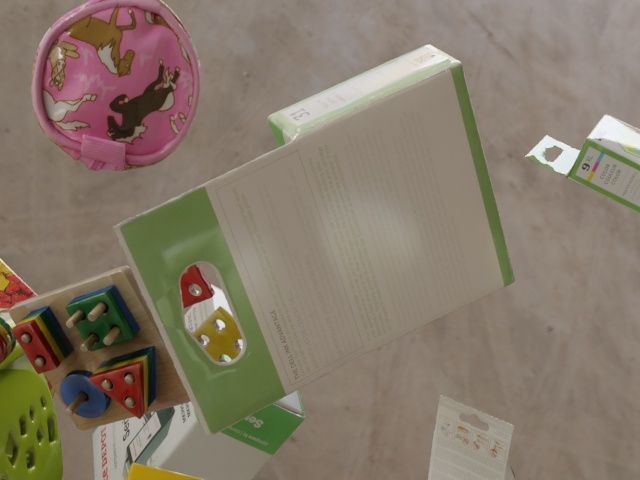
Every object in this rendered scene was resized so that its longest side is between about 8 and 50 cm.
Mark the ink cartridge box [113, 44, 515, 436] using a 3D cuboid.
[{"bbox_3d":[0.000,0.000,0.708,0.056,0.235,0.171,48,-20,58],"label":"ink cartridge box"}]

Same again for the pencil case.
[{"bbox_3d":[-0.215,-0.162,1.153,0.386,0.160,0.167,-151,-143,-77],"label":"pencil case"}]

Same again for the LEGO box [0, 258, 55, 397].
[{"bbox_3d":[-0.607,0.216,1.640,0.372,0.500,0.193,41,40,16],"label":"LEGO box"}]

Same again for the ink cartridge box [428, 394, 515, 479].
[{"bbox_3d":[0.245,0.347,1.764,0.145,0.179,0.045,19,19,38],"label":"ink cartridge box"}]

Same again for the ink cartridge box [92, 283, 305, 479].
[{"bbox_3d":[-0.164,0.237,1.404,0.121,0.289,0.211,29,20,-27],"label":"ink cartridge box"}]

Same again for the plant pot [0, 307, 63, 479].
[{"bbox_3d":[-0.409,0.180,1.154,0.228,0.207,0.227,3,8,6],"label":"plant pot"}]

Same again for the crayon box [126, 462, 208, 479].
[{"bbox_3d":[-0.016,0.375,0.879,0.362,0.106,0.313,14,73,-3],"label":"crayon box"}]

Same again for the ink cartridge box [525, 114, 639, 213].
[{"bbox_3d":[0.365,-0.094,1.337,0.209,0.062,0.109,28,31,14],"label":"ink cartridge box"}]

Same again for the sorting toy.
[{"bbox_3d":[-0.187,0.101,0.948,0.132,0.274,0.046,64,27,-16],"label":"sorting toy"}]
